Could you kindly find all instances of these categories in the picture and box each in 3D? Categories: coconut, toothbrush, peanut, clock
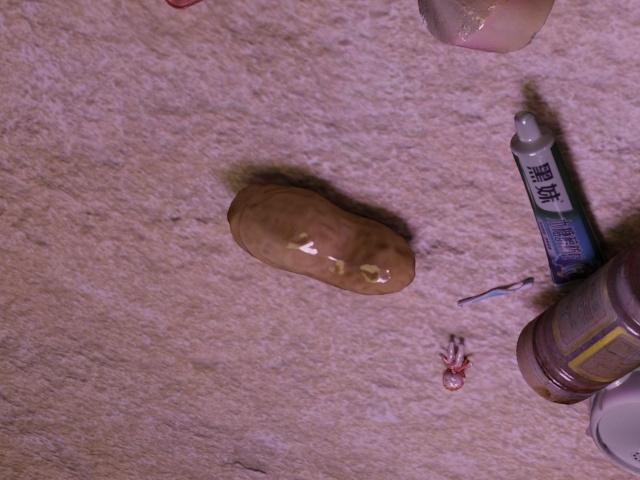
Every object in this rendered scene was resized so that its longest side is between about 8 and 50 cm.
[{"bbox_3d":[0.193,-0.305,1.621,0.153,0.147,0.147,5,154,-34],"label":"coconut"},{"bbox_3d":[0.282,0.088,2.144,0.162,0.017,0.014,-23,122,43],"label":"toothbrush"},{"bbox_3d":[0.000,0.000,2.099,0.319,0.147,0.147,22,142,9],"label":"peanut"},{"bbox_3d":[0.564,0.293,2.153,0.324,0.108,0.265,-5,134,33],"label":"clock"}]

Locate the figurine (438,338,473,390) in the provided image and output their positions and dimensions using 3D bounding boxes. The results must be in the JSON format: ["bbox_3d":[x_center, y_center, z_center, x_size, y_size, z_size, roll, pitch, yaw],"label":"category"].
[{"bbox_3d":[0.235,0.213,2.293,0.064,0.047,0.109,18,133,21],"label":"figurine"}]

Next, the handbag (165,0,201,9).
[{"bbox_3d":[-0.197,-0.423,1.780,0.157,0.059,0.212,-13,127,39],"label":"handbag"}]

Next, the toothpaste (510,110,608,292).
[{"bbox_3d":[0.342,-0.046,1.917,0.099,0.061,0.392,-7,137,23],"label":"toothpaste"}]

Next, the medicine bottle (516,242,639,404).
[{"bbox_3d":[0.429,0.125,1.968,0.151,0.151,0.322,30,149,-6],"label":"medicine bottle"}]
